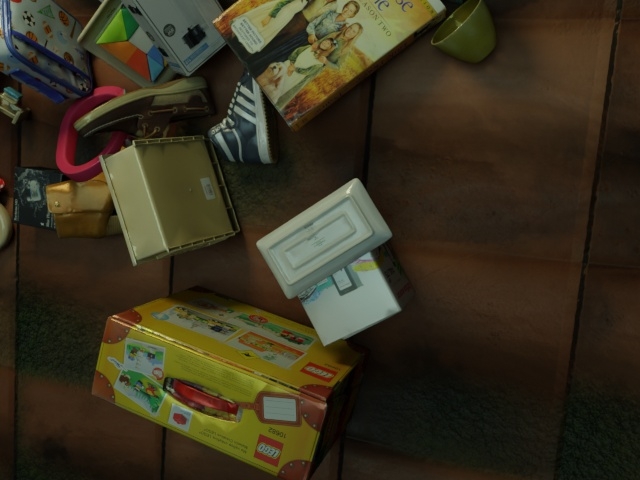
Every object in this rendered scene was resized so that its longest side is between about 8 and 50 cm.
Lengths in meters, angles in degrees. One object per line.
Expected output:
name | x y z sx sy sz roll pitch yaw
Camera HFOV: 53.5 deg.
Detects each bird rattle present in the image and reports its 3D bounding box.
bird rattle | -0.962 -0.064 1.803 0.253 0.143 0.207 -44 94 4

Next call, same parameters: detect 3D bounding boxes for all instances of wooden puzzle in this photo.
wooden puzzle | -0.418 -0.485 1.516 0.221 0.239 0.044 -46 38 17

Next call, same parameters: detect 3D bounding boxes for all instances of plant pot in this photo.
plant pot | 0.315 -0.431 1.337 0.095 0.134 0.134 40 108 -18

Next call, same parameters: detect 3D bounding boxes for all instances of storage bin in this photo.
storage bin | -0.346 -0.104 1.510 0.123 0.260 0.262 -18 90 36

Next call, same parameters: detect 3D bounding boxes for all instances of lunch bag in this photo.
lunch bag | -0.680 -0.473 1.549 0.115 0.303 0.243 -16 74 17

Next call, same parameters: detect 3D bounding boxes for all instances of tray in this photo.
tray | 0.000 0.000 1.317 0.270 0.030 0.145 -32 85 18

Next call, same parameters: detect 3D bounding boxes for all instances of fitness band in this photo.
fitness band | -0.559 -0.273 1.584 0.209 0.054 0.291 -19 54 17

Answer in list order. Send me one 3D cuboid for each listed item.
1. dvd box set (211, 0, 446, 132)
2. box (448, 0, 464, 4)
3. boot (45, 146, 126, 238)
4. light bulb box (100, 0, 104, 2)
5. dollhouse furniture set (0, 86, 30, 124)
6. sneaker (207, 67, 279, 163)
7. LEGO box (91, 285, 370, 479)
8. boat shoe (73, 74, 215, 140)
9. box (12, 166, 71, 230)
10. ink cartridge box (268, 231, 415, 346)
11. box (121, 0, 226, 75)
dvd box set | 0.016 -0.485 1.396 0.420 0.062 0.307 -36 84 4
box | 0.309 -0.628 1.320 0.060 0.100 0.244 22 103 14
boot | -0.587 -0.147 1.617 0.211 0.104 0.295 -2 102 -13
light bulb box | -0.535 -0.794 1.410 0.358 0.361 0.225 37 63 11
dollhouse furniture set | -0.859 -0.429 1.720 0.184 0.129 0.129 33 106 -13
sneaker | -0.190 -0.320 1.515 0.153 0.099 0.282 -3 98 16
LEGO box | -0.180 0.296 1.436 0.500 0.372 0.193 18 102 16
boat shoe | -0.397 -0.287 1.489 0.123 0.342 0.123 -10 105 52
box | -0.735 -0.114 1.716 0.158 0.093 0.156 10 99 18
ink cartridge box | 0.054 0.061 1.427 0.197 0.198 0.270 -28 88 18
box | -0.338 -0.539 1.426 0.169 0.290 0.087 -43 38 -12
